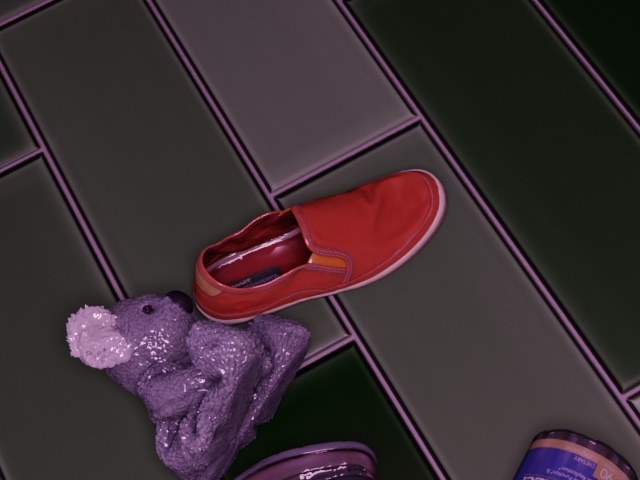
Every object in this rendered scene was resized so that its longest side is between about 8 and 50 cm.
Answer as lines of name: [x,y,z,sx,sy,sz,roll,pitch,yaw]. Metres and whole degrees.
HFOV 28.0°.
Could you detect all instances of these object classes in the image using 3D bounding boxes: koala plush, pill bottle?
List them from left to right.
koala plush: [-0.167,0.140,1.435,0.221,0.196,0.203,30,101,19]
pill bottle: [0.232,0.314,1.318,0.122,0.123,0.219,23,59,17]

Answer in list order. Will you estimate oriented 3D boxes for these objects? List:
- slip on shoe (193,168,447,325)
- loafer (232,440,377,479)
slip on shoe: [0.000,0.000,1.532,0.331,0.101,0.123,-22,61,-6]
loafer: [-0.076,0.307,1.375,0.302,0.109,0.095,-19,46,6]
